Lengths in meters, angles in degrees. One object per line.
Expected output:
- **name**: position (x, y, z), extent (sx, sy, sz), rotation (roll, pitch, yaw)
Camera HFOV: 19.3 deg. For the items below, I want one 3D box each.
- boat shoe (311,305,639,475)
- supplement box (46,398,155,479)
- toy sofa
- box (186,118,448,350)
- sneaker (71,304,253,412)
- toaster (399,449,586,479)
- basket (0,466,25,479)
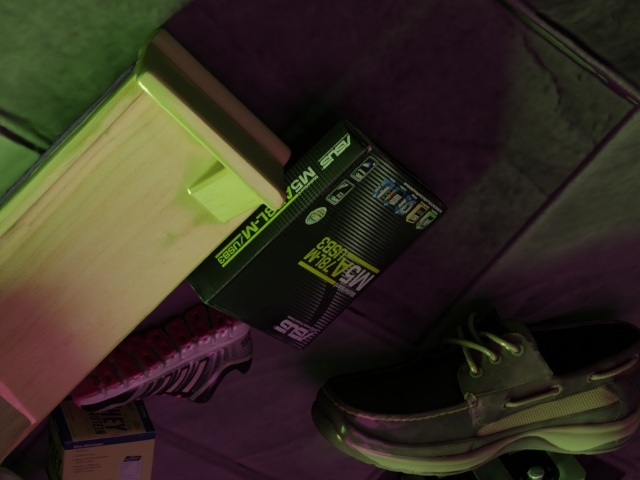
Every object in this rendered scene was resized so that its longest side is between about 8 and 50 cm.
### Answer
- **boat shoe**: position (0.152, 0.124, 1.735), extent (0.355, 0.132, 0.130), rotation (-3, 117, -33)
- **supplement box**: position (-0.194, 0.186, 1.656), extent (0.083, 0.056, 0.083), rotation (-5, 127, -21)
- **toy sofa**: position (-0.198, 0.011, 1.483), extent (0.150, 0.177, 0.362), rotation (43, 102, -15)
- **box**: position (0.000, 0.000, 1.564), extent (0.184, 0.045, 0.190), rotation (-45, 152, 6)
- **sneaker**: position (-0.130, 0.115, 1.626), extent (0.170, 0.063, 0.075), rotation (-26, 125, -11)
- **toaster**: position (0.178, 0.288, 1.865), extent (0.168, 0.110, 0.186), rotation (-18, 130, -10)
- **basket**: position (-0.402, 0.327, 1.497), extent (0.328, 0.266, 0.331), rotation (33, 106, -25)
